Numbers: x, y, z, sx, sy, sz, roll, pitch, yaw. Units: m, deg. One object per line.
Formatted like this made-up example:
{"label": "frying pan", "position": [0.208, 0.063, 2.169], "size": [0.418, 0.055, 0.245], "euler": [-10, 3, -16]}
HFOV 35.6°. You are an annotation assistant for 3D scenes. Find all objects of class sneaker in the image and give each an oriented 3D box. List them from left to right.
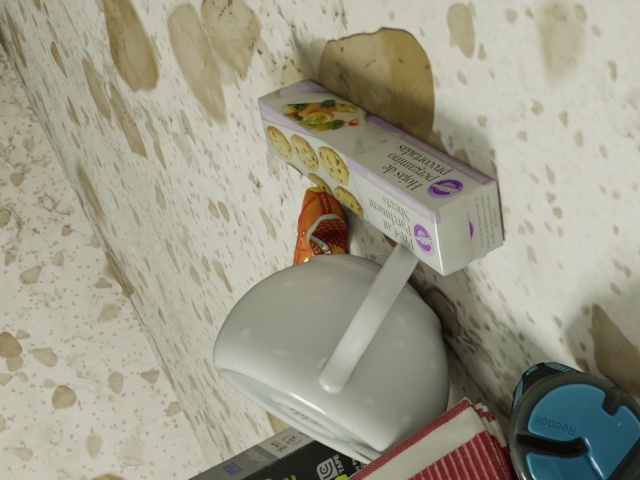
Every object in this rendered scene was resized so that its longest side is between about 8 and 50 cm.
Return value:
{"label": "sneaker", "position": [0.000, 0.000, 1.137], "size": [0.175, 0.064, 0.067], "euler": [108, 154, -56]}
{"label": "sneaker", "position": [0.241, 0.239, 0.734], "size": [0.139, 0.125, 0.341], "euler": [-60, -54, -84]}

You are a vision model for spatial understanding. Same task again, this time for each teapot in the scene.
{"label": "teapot", "position": [0.030, 0.096, 0.980], "size": [0.256, 0.187, 0.252], "euler": [14, 158, 46]}

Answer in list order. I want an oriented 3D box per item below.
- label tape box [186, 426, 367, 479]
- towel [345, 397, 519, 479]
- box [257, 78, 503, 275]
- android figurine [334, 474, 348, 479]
{"label": "label tape box", "position": [-0.029, 0.366, 1.211], "size": [0.240, 0.334, 0.106], "euler": [68, 161, -8]}
{"label": "towel", "position": [0.093, 0.318, 0.787], "size": [0.037, 0.237, 0.329], "euler": [28, -147, -40]}
{"label": "box", "position": [0.041, -0.070, 0.911], "size": [0.324, 0.063, 0.067], "euler": [39, 149, 51]}
{"label": "android figurine", "position": [0.133, 0.305, 0.963], "size": [0.273, 0.056, 0.248], "euler": [27, 163, 24]}
